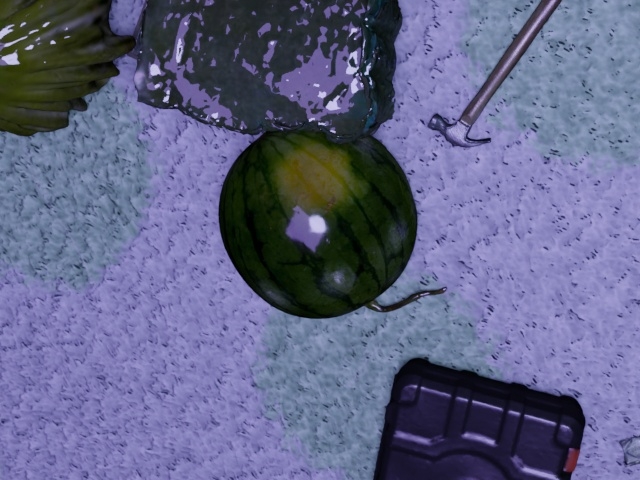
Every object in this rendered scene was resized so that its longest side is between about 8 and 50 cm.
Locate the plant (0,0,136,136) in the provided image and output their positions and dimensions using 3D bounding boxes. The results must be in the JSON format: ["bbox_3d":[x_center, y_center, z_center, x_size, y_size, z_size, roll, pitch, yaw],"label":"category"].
[{"bbox_3d":[-0.350,-0.191,1.079,0.180,0.333,0.251,49,124,14],"label":"plant"}]

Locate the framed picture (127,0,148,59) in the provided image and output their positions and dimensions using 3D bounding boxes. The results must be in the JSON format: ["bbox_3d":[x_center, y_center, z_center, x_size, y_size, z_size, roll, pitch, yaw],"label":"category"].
[{"bbox_3d":[-0.163,-0.223,1.179,0.066,0.006,0.089,26,110,6],"label":"framed picture"}]

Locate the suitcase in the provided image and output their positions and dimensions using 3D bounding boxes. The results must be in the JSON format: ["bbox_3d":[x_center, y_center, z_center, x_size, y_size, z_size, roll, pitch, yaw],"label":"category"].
[{"bbox_3d":[0.155,0.282,1.200,0.206,0.066,0.285,14,108,11],"label":"suitcase"}]

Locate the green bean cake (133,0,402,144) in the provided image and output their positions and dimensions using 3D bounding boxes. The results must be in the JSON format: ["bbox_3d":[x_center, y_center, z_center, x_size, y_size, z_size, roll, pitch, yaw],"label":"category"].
[{"bbox_3d":[-0.041,-0.226,1.062,0.241,0.132,0.254,6,96,11],"label":"green bean cake"}]

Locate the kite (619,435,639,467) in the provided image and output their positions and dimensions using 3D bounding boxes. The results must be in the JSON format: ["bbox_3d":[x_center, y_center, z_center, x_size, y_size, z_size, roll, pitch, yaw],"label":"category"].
[{"bbox_3d":[0.479,0.165,1.113,0.369,0.014,0.406,-19,100,19],"label":"kite"}]

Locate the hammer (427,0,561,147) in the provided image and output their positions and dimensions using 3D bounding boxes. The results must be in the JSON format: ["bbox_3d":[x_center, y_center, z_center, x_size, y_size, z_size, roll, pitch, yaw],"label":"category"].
[{"bbox_3d":[0.182,-0.167,1.100,0.062,0.017,0.182,37,109,2],"label":"hammer"}]

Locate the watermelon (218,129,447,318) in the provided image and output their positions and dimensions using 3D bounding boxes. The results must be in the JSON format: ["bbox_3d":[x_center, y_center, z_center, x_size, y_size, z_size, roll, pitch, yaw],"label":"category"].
[{"bbox_3d":[-0.005,-0.006,1.135,0.204,0.127,0.232,-17,105,15],"label":"watermelon"}]
